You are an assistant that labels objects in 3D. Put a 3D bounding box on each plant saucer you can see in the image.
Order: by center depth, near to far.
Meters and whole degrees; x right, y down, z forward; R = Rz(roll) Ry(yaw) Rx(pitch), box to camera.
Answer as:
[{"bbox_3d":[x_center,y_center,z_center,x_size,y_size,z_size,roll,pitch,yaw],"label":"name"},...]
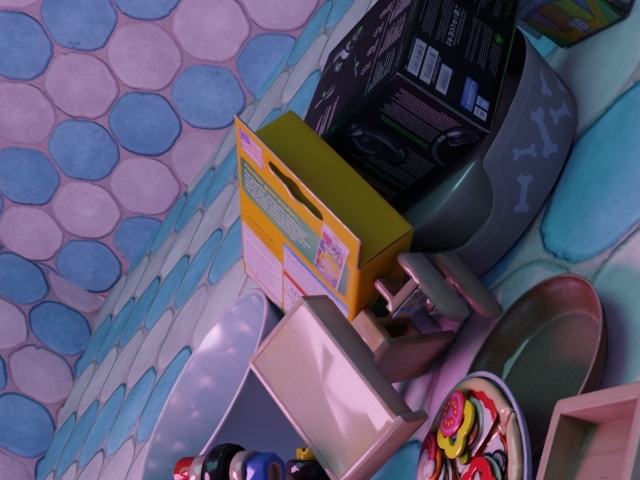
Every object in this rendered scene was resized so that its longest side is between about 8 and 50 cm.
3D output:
[{"bbox_3d":[0.197,0.124,0.957,0.199,0.036,0.199,-51,18,24],"label":"plant saucer"}]

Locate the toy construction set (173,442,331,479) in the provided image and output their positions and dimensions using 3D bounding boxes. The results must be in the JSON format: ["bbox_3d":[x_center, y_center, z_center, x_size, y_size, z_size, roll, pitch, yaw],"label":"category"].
[{"bbox_3d":[-0.062,0.346,1.088,0.308,0.258,0.237,-33,-18,24],"label":"toy construction set"}]

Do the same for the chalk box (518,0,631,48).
[{"bbox_3d":[0.271,-0.356,1.271,0.132,0.213,0.132,-64,16,-18],"label":"chalk box"}]

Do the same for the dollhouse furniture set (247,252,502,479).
[{"bbox_3d":[0.071,0.144,1.081,0.212,0.242,0.161,-51,62,25],"label":"dollhouse furniture set"}]

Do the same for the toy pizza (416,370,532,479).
[{"bbox_3d":[0.122,0.213,0.922,0.201,0.032,0.201,-168,90,-73],"label":"toy pizza"}]

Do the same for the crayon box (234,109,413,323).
[{"bbox_3d":[0.000,0.000,1.184,0.083,0.203,0.323,-35,-24,-20],"label":"crayon box"}]

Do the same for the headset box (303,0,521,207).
[{"bbox_3d":[0.090,-0.177,1.276,0.283,0.131,0.246,-40,25,49],"label":"headset box"}]

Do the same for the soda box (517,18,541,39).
[{"bbox_3d":[0.336,-0.416,1.393,0.286,0.098,0.091,-52,18,26],"label":"soda box"}]

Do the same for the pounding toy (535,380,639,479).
[{"bbox_3d":[0.194,0.209,0.736,0.206,0.094,0.181,137,154,-68],"label":"pounding toy"}]

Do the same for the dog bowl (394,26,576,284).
[{"bbox_3d":[0.173,-0.089,1.289,0.349,0.102,0.349,-51,19,25],"label":"dog bowl"}]

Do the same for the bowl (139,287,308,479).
[{"bbox_3d":[-0.092,0.236,1.384,0.311,0.163,0.311,-51,19,24],"label":"bowl"}]
